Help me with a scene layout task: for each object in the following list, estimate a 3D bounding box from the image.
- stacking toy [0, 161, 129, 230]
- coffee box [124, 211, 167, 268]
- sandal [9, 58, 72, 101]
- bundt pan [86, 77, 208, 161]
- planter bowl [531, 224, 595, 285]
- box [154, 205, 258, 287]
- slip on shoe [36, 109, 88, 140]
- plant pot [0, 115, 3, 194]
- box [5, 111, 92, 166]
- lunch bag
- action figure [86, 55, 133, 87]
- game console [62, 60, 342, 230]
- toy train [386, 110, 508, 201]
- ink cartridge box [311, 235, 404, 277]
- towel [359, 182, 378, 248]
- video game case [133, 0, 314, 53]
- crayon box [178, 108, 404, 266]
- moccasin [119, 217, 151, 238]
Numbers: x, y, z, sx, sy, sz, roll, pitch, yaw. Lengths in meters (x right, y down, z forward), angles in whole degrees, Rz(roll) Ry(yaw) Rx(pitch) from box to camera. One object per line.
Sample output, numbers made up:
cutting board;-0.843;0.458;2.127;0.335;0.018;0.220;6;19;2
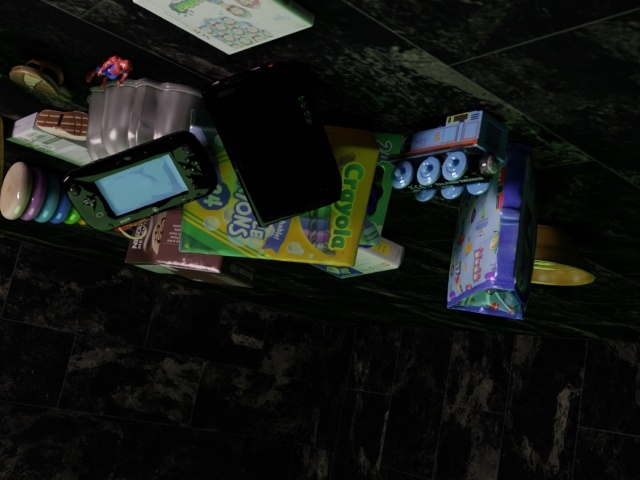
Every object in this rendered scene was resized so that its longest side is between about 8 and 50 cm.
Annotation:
stacking toy;-0.610;-0.090;1.841;0.331;0.141;0.141;14;169;-38
coffee box;-0.352;-0.004;1.889;0.297;0.168;0.119;-1;163;41
sandal;-0.417;-0.248;1.119;0.072;0.049;0.180;18;-178;-5
bundt pan;-0.239;-0.145;1.241;0.331;0.124;0.331;10;168;2
planter bowl;0.444;0.023;1.487;0.217;0.090;0.217;11;169;2
box;-0.236;-0.016;1.643;0.167;0.203;0.168;6;168;22
slip on shoe;-0.448;-0.203;1.324;0.136;0.051;0.041;9;163;22
plant pot;-0.723;-0.166;1.416;0.212;0.187;0.212;19;167;-33
box;-0.502;-0.192;1.459;0.186;0.038;0.145;22;164;-38
lunch bag;0.280;-0.011;1.162;0.138;0.220;0.293;8;168;11
action figure;-0.302;-0.244;1.068;0.038;0.030;0.115;25;160;-34
game console;-0.165;-0.093;1.012;0.362;0.213;0.044;-19;-152;6
toy train;0.176;-0.117;1.039;0.080;0.105;0.184;24;162;-36
ink cartridge box;0.000;0.000;1.815;0.307;0.072;0.304;27;164;-20
towel;-0.040;-0.063;1.454;0.309;0.076;0.227;5;155;15
video game case;-0.110;-0.262;0.829;0.143;0.019;0.157;21;164;-41
crayon box;-0.042;-0.073;1.110;0.323;0.203;0.083;5;-152;-11
moccasin;-0.423;-0.088;1.605;0.139;0.146;0.380;20;165;-35
